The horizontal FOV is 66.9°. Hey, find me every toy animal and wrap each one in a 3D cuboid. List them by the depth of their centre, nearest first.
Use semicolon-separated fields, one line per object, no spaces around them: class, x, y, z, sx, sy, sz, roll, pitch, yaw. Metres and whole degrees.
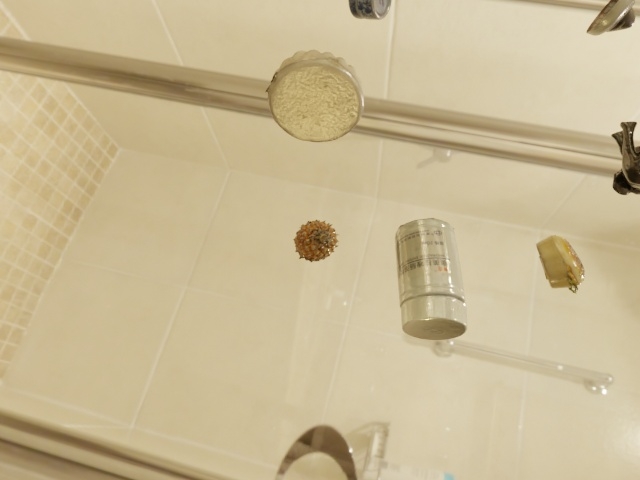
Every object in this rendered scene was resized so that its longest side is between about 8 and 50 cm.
toy animal;0.680;-0.173;1.041;0.245;0.115;0.146;-5;84;-48

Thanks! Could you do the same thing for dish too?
dish;0.763;-0.571;1.236;0.141;0.078;0.141;-54;178;-3

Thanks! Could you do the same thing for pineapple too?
pineapple;-0.002;-0.003;1.821;0.137;0.176;0.161;164;-85;-69

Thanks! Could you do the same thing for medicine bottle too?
medicine bottle;0.328;0.119;1.456;0.189;0.190;0.331;87;3;-59

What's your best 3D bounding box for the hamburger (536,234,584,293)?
hamburger;0.551;0.055;1.107;0.127;0.082;0.141;28;48;-57

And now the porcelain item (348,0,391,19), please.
porcelain item;0.170;-0.849;1.686;0.147;0.114;0.147;-36;136;-45

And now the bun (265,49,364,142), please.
bun;-0.009;-0.418;1.328;0.263;0.264;0.175;92;3;-50
